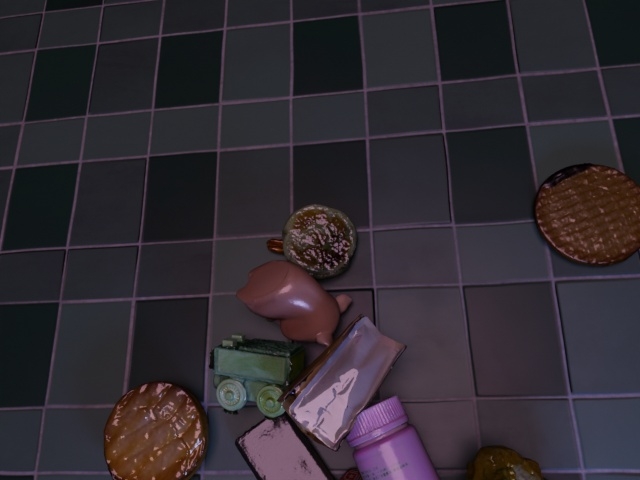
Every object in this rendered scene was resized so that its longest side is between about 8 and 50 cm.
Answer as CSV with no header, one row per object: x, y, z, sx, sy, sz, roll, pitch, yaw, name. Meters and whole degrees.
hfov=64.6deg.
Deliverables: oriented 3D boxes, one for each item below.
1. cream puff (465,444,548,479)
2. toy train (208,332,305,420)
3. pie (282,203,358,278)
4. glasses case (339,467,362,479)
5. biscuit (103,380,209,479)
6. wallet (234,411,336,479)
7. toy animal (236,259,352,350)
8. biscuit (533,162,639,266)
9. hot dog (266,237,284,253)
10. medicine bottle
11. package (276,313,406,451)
0.443,0.661,1.166,0.323,0.270,0.274,39,104,15,cream puff
-0.163,0.361,1.365,0.272,0.159,0.188,3,93,17,toy train
0.000,0.000,1.516,0.241,0.054,0.240,1,72,-4,pie
0.060,0.646,1.257,0.073,0.194,0.049,-2,105,33,glasses case
-0.449,0.539,1.399,0.297,0.102,0.296,-2,75,7,biscuit
-0.076,0.619,1.351,0.170,0.044,0.321,-37,70,-8,wallet
-0.076,0.183,1.411,0.213,0.256,0.195,-22,33,40,toy animal
0.780,-0.077,1.459,0.318,0.040,0.317,-3,72,8,biscuit
-0.109,0.019,1.556,0.122,0.037,0.049,11,88,9,hot dog
0.182,0.555,1.264,0.178,0.178,0.290,-26,70,-1,medicine bottle
0.041,0.342,1.288,0.165,0.221,0.311,43,70,-4,package
